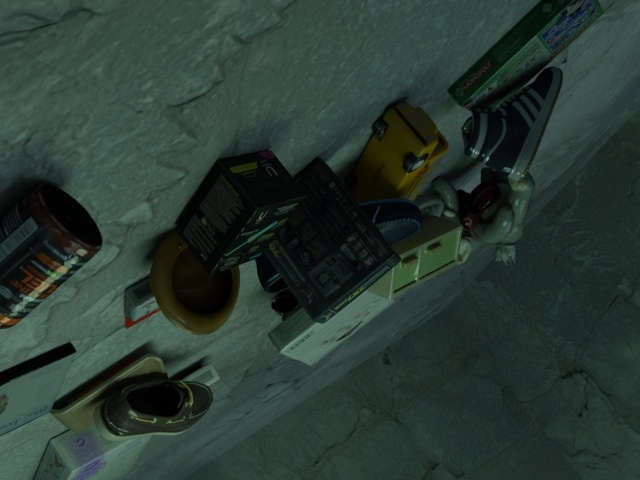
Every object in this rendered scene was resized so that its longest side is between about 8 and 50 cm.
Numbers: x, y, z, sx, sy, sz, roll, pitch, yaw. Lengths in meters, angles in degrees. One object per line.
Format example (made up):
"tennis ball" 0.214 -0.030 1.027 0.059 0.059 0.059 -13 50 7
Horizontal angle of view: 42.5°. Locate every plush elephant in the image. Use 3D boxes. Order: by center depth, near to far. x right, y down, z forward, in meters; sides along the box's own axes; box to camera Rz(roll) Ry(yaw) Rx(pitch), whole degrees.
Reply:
"plush elephant" 0.384 -0.077 2.124 0.256 0.271 0.329 -2 123 0

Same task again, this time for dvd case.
"dvd case" -0.537 0.281 1.447 0.180 0.022 0.253 -24 160 -41

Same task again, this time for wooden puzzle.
"wooden puzzle" -0.443 0.320 1.746 0.239 0.044 0.221 -29 163 -16

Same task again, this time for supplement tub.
"supplement tub" -0.359 0.032 0.967 0.198 0.106 0.106 -40 165 9

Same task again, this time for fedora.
"fedora" -0.218 0.065 1.356 0.079 0.194 0.194 -4 -171 38

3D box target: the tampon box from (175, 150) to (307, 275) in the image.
"tampon box" -0.125 -0.045 1.277 0.120 0.101 0.161 -19 155 -50

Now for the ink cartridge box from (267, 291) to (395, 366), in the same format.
"ink cartridge box" 0.034 0.178 1.930 0.275 0.060 0.239 -38 158 3

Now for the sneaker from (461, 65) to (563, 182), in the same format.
"sneaker" 0.383 -0.262 1.665 0.099 0.153 0.282 99 15 -65

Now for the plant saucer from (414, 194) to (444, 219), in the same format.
"plant saucer" 0.108 0.005 1.946 0.400 0.100 0.400 -35 165 -11

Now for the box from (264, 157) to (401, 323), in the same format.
"box" 0.000 0.000 1.439 0.183 0.232 0.059 -40 158 7

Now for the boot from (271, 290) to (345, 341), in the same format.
"boot" -0.061 0.181 2.087 0.179 0.236 0.085 39 76 -34

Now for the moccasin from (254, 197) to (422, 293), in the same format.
"moccasin" 0.040 0.026 1.587 0.342 0.116 0.138 -21 143 21

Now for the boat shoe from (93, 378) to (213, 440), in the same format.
"boat shoe" -0.333 0.351 1.767 0.097 0.116 0.324 -38 158 26

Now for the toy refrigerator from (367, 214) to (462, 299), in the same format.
"toy refrigerator" 0.205 0.034 1.811 0.270 0.094 0.102 -21 123 -46

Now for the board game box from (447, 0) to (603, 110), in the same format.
"board game box" 0.409 -0.374 1.628 0.317 0.046 0.213 -43 164 18

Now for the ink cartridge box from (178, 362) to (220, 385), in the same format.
"ink cartridge box" -0.375 0.389 2.110 0.181 0.056 0.225 -29 -179 -29

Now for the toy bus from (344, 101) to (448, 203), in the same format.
"toy bus" 0.144 -0.137 1.599 0.130 0.108 0.332 -29 162 -29

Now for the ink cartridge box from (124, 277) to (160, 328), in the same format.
"ink cartridge box" -0.280 0.107 1.480 0.145 0.045 0.179 -30 160 -25

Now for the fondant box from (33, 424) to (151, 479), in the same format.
"fondant box" -0.549 0.524 1.986 0.238 0.096 0.330 -25 159 -39
